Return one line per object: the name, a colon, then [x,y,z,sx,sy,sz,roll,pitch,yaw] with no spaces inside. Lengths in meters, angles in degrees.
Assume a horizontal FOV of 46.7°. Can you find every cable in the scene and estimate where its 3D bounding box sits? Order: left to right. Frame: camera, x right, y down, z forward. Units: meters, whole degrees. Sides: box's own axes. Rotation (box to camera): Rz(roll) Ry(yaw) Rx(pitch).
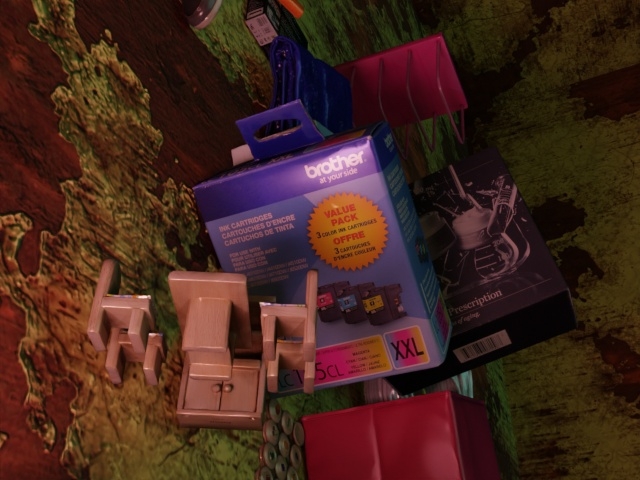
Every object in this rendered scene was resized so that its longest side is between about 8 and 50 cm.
cable: [0.199,0.295,1.470,0.257,0.089,0.257,8,70,-41]

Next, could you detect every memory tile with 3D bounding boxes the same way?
memory tile: [-0.056,0.312,1.071,0.148,0.012,0.113,-84,152,-44]

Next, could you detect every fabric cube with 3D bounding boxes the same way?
fabric cube: [0.144,0.396,1.186,0.254,0.259,0.258,32,46,-60]

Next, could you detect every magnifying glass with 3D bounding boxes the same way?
magnifying glass: [-0.116,-0.492,1.358,0.231,0.026,0.092,34,40,-34]

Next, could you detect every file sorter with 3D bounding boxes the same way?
file sorter: [0.165,-0.298,1.681,0.182,0.290,0.202,-80,149,-43]

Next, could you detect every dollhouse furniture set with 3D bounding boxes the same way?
dollhouse furniture set: [-0.110,0.086,0.816,0.242,0.212,0.161,93,0,-55]

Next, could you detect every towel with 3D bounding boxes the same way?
towel: [-0.007,-0.240,1.418,0.308,0.076,0.228,5,88,-68]

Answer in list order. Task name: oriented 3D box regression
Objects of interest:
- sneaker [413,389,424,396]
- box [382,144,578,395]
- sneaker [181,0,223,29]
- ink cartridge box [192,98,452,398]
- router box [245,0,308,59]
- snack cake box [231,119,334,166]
sneaker: [0.237,0.391,1.575,0.090,0.115,0.232,-15,90,-71]
box: [0.227,0.057,1.329,0.179,0.343,0.312,51,18,-54]
sneaker: [-0.209,-0.433,1.114,0.118,0.083,0.222,15,68,-46]
ink cartridge box: [0.000,0.000,1.059,0.151,0.270,0.395,-50,123,-70]
router box: [-0.081,-0.405,1.447,0.179,0.046,0.133,54,28,-45]
snack cake box: [-0.018,-0.105,1.255,0.264,0.152,0.089,20,57,-66]
